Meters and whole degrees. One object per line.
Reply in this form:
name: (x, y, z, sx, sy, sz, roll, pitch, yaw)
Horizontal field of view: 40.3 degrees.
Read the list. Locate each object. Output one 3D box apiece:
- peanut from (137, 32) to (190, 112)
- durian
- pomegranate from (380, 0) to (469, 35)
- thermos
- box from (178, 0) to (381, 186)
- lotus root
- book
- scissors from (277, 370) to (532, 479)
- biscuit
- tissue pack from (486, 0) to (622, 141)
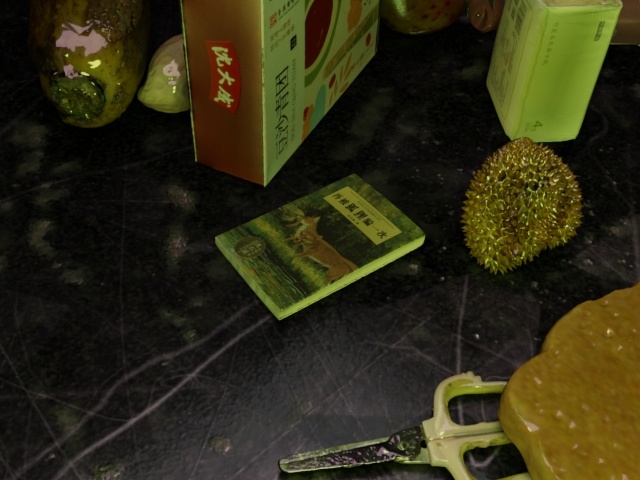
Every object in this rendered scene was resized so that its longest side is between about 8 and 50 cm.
peanut: (-0.181, -0.282, 1.346, 0.117, 0.101, 0.263, 15, 44, 40)
durian: (0.253, -0.046, 1.095, 0.137, 0.168, 0.158, 19, 28, 40)
pomegranate: (0.134, -0.431, 1.437, 0.246, 0.198, 0.198, -8, 46, -6)
thermos: (0.379, -0.371, 1.408, 0.330, 0.110, 0.136, -4, 11, -21)
box: (-0.036, -0.330, 1.224, 0.122, 0.345, 0.385, 21, 49, 17)
lotus root: (-0.346, -0.322, 1.314, 0.179, 0.196, 0.397, 5, 45, -12)
book: (0.000, 0.000, 1.129, 0.228, 0.024, 0.160, -26, 49, -24)
scissors: (0.112, 0.214, 0.922, 0.317, 0.024, 0.160, -6, 48, -8)
biscuit: (0.369, 0.187, 0.920, 0.312, 0.057, 0.351, 31, 50, 20)
tissue pack: (0.331, -0.282, 1.264, 0.125, 0.234, 0.159, -3, 46, -7)
